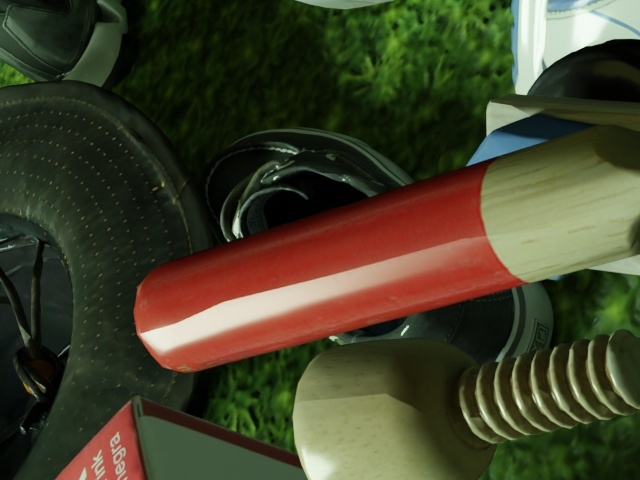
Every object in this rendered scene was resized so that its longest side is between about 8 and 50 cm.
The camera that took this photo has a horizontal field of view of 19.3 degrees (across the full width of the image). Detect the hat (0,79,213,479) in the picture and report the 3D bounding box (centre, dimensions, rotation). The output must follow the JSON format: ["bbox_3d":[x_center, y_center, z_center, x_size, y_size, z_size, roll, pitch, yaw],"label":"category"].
[{"bbox_3d":[-0.161,0.093,0.875,0.331,0.134,0.331,-16,54,24],"label":"hat"}]

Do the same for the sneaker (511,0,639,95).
[{"bbox_3d":[0.149,-0.110,0.567,0.131,0.112,0.296,56,139,47],"label":"sneaker"}]

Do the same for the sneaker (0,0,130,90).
[{"bbox_3d":[-0.165,-0.185,1.047,0.078,0.106,0.234,-35,47,34],"label":"sneaker"}]

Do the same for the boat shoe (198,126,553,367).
[{"bbox_3d":[0.000,0.000,0.774,0.080,0.076,0.228,-61,38,7],"label":"boat shoe"}]

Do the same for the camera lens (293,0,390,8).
[{"bbox_3d":[0.031,-0.245,0.748,0.274,0.219,0.219,-42,43,29],"label":"camera lens"}]

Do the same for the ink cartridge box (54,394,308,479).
[{"bbox_3d":[-0.058,0.202,0.637,0.273,0.197,0.114,-47,40,24],"label":"ink cartridge box"}]

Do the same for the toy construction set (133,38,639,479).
[{"bbox_3d":[0.151,0.036,0.409,0.237,0.309,0.257,-18,66,39],"label":"toy construction set"}]
